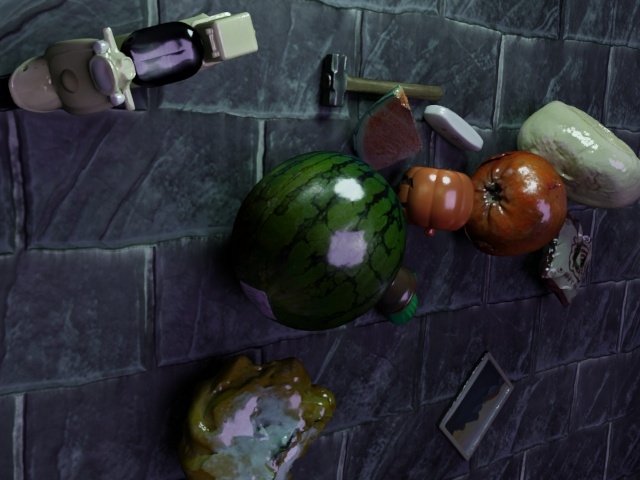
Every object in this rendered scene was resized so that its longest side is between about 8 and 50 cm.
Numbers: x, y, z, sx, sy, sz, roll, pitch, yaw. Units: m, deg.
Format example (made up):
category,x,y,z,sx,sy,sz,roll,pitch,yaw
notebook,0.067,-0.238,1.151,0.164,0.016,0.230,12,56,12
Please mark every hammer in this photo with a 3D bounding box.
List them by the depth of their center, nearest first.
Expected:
category,x,y,z,sx,sy,sz,roll,pitch,yaw
hammer,0.150,-0.350,1.696,0.365,0.043,0.111,-4,100,-40

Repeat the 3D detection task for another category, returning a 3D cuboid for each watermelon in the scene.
category,x,y,z,sx,sy,sz,roll,pitch,yaw
watermelon,0.000,0.000,1.459,0.363,0.363,0.364,-9,104,-37
watermelon,0.136,-0.248,1.662,0.146,0.128,0.231,-21,134,7

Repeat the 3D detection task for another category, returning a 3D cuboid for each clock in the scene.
category,x,y,z,sx,sy,sz,roll,pitch,yaw
clock,-0.312,-0.285,1.191,0.379,0.276,0.120,-31,115,-34

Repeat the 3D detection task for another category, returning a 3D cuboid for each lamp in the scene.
category,x,y,z,sx,sy,sz,roll,pitch,yaw
lamp,0.267,-0.090,1.746,0.187,0.187,0.164,4,98,-39

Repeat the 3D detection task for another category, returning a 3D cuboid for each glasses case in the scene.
category,x,y,z,sx,sy,sz,roll,pitch,yaw
glasses case,0.327,-0.273,1.825,0.193,0.074,0.049,32,79,-39

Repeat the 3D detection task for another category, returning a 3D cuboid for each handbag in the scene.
category,x,y,z,sx,sy,sz,roll,pitch,yaw
handbag,0.705,0.052,2.166,0.213,0.127,0.235,38,63,-38

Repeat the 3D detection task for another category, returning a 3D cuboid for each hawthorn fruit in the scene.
category,x,y,z,sx,sy,sz,roll,pitch,yaw
hawthorn fruit,0.507,-0.087,1.906,0.307,0.276,0.276,8,94,-54

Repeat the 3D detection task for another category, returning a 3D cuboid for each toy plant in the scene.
category,x,y,z,sx,sy,sz,roll,pitch,yaw
toy plant,0.185,0.122,1.781,0.200,0.105,0.143,50,53,-53

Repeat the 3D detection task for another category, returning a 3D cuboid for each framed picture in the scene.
category,x,y,z,sx,sy,sz,roll,pitch,yaw
framed picture,0.439,0.466,2.103,0.265,0.018,0.192,-52,124,-18

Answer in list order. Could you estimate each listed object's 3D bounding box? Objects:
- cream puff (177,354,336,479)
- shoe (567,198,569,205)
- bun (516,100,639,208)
category,x,y,z,sx,sy,sz,roll,pitch,yaw
cream puff,-0.145,0.379,1.504,0.274,0.270,0.323,38,71,-1
shoe,0.684,-0.149,2.137,0.180,0.089,0.092,-29,104,-33
bun,0.684,-0.214,1.984,0.361,0.361,0.213,16,121,-40
